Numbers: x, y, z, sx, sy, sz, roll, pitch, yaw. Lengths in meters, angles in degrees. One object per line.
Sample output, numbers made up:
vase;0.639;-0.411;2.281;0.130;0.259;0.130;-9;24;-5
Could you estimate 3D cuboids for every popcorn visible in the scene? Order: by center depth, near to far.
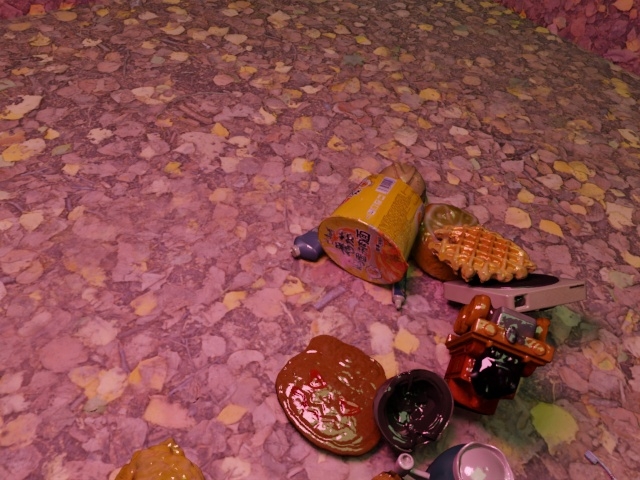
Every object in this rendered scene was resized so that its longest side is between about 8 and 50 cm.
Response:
popcorn;-0.287;0.484;0.901;0.212;0.259;0.259;37;52;4

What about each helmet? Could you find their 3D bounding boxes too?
helmet;0.186;0.360;1.105;0.177;0.107;0.153;-16;83;-25
helmet;0.251;-0.161;1.607;0.204;0.137;0.258;7;48;-2

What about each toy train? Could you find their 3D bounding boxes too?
toy train;0.367;0.263;1.133;0.163;0.369;0.232;20;76;9

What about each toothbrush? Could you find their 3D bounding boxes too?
toothbrush;0.661;0.543;1.119;0.019;0.013;0.193;-29;58;-22

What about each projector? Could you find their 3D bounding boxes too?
projector;0.493;0.136;1.320;0.257;0.079;0.259;-6;5;-22

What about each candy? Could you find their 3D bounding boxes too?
candy;0.379;0.004;1.494;0.259;0.118;0.260;6;48;-7

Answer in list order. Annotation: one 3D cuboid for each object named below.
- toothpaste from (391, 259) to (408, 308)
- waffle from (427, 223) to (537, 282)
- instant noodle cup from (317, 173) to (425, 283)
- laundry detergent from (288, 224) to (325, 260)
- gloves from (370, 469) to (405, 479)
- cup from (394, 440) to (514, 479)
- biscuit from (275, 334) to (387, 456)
toothpaste;0.219;0.110;1.429;0.057;0.035;0.197;21;45;-11
waffle;0.420;0.025;1.344;0.250;0.056;0.261;-8;31;-22
instant noodle cup;0.148;-0.039;1.380;0.264;0.264;0.200;25;59;14
laundry detergent;0.000;-0.001;1.475;0.206;0.061;0.097;-24;59;-27
gloves;0.077;0.578;0.901;0.203;0.155;0.356;40;38;16
cup;0.297;0.481;1.012;0.299;0.173;0.167;15;47;5
biscuit;0.039;0.350;1.176;0.273;0.049;0.257;35;52;19
